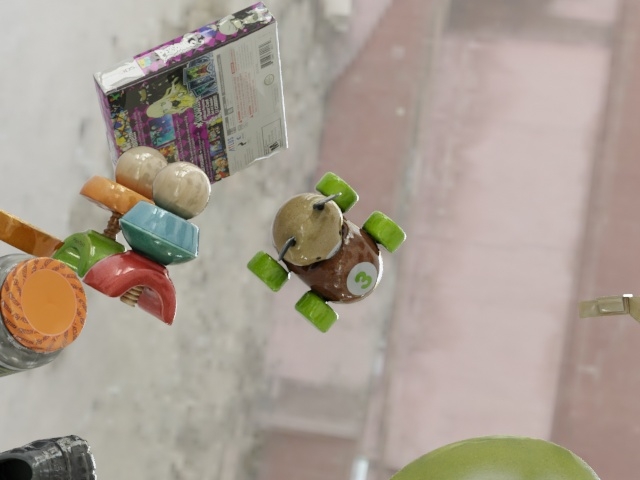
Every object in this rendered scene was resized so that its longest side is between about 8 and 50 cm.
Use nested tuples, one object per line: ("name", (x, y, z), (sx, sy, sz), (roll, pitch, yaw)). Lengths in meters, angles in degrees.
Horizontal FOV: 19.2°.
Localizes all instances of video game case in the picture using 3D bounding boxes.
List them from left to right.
("video game case", (-0.141, -0.144, 2.133), (0.210, 0.042, 0.232), (-26, 148, -14))

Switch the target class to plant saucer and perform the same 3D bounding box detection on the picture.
("plant saucer", (0.148, 0.280, 1.682), (0.037, 0.241, 0.241), (-108, -170, -57))

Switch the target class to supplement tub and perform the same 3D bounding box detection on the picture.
("supplement tub", (-0.324, 0.079, 1.885), (0.117, 0.190, 0.117), (14, 70, -41))

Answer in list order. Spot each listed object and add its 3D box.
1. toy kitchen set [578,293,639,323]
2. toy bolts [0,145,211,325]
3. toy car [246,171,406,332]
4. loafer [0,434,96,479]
("toy kitchen set", (0.309, 0.093, 1.939), (0.068, 0.083, 0.075), (8, 77, -73))
("toy bolts", (-0.217, -0.034, 1.944), (0.218, 0.228, 0.158), (29, 87, -39))
("toy car", (0.000, 0.000, 2.186), (0.155, 0.149, 0.188), (-49, 169, -5))
("loafer", (-0.288, 0.224, 1.658), (0.078, 0.223, 0.076), (0, 69, -47))
